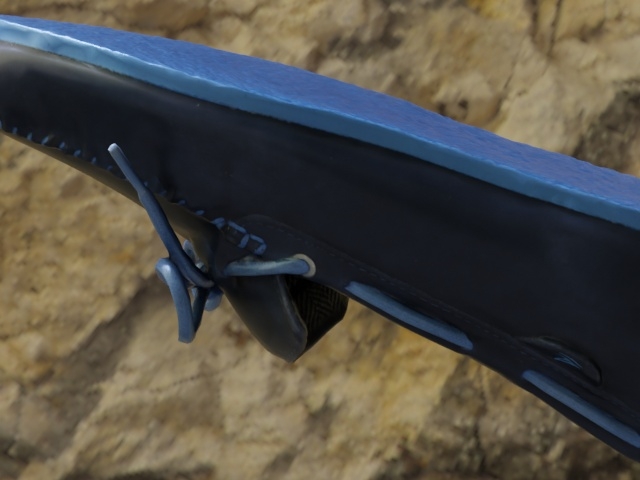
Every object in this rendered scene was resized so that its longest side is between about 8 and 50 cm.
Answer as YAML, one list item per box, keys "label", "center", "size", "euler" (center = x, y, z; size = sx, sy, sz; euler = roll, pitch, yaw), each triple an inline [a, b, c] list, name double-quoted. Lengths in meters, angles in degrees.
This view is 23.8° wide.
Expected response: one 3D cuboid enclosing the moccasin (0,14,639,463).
- label: "moccasin"
  center: [0.000, 0.000, 0.606]
  size: [0.342, 0.137, 0.117]
  euler: [20, -76, 15]
